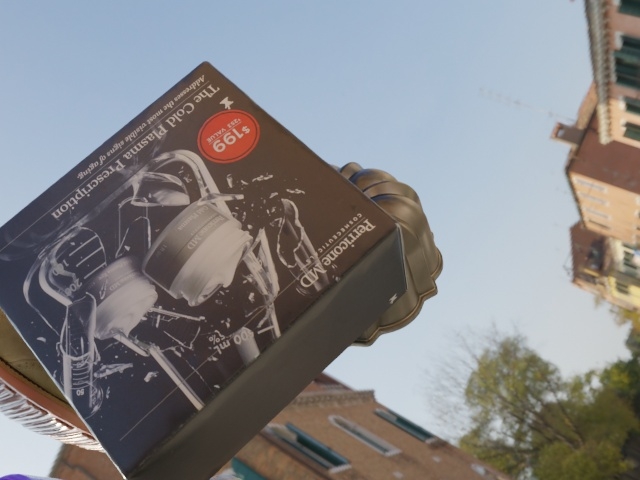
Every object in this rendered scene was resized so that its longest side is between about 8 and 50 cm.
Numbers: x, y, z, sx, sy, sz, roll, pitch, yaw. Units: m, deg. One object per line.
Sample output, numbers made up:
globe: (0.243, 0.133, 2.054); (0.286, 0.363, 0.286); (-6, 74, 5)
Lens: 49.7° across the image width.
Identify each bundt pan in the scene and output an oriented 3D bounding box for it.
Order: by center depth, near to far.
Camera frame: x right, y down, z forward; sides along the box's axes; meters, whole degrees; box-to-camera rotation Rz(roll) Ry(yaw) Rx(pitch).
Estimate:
bundt pan: (0.000, 0.000, 0.961); (0.331, 0.331, 0.124); (-44, -44, -35)

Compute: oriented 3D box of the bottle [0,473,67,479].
bottle: (-0.487, 0.492, 1.250); (0.283, 0.092, 0.118); (54, -131, -63)

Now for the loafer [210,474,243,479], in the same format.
loafer: (-0.120, 0.552, 1.337); (0.112, 0.112, 0.319); (-51, -57, -30)

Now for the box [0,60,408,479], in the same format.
box: (-0.133, 0.035, 0.759); (0.343, 0.312, 0.179); (-43, -24, -11)

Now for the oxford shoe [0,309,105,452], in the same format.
oxford shoe: (-0.369, 0.137, 0.872); (0.397, 0.141, 0.146); (46, -132, -28)
